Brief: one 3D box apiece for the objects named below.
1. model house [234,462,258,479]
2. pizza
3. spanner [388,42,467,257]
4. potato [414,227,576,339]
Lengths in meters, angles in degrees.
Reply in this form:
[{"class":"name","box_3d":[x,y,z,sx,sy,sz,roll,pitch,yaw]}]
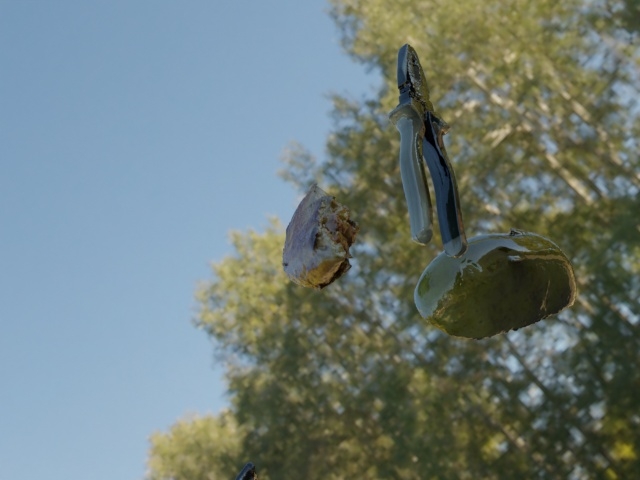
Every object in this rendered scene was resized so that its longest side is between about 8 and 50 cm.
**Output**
[{"class":"model house","box_3d":[-0.074,0.426,1.503,0.106,0.152,0.165,-38,-44,-28]},{"class":"pizza","box_3d":[0.000,0.000,1.728,0.305,0.086,0.161,-136,69,-78]},{"class":"spanner","box_3d":[0.135,-0.127,1.409,0.096,0.324,0.040,21,-40,-38]},{"class":"potato","box_3d":[0.267,0.043,1.605,0.272,0.160,0.111,-14,-42,-28]}]
